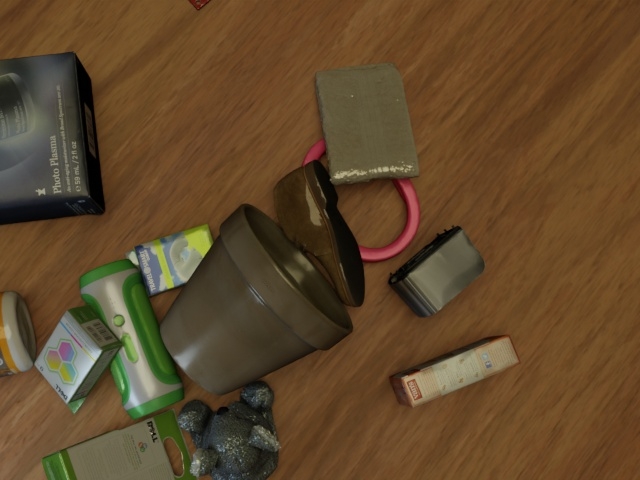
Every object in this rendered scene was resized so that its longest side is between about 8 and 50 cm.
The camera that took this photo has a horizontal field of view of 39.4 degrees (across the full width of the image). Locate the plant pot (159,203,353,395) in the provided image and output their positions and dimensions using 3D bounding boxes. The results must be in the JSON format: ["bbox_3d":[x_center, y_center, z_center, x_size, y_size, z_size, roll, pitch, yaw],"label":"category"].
[{"bbox_3d":[-0.143,0.139,1.710,0.280,0.323,0.323,-41,87,7],"label":"plant pot"}]

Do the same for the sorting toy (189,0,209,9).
[{"bbox_3d":[-0.210,-0.618,1.916,0.274,0.046,0.132,-39,87,-8],"label":"sorting toy"}]

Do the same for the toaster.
[{"bbox_3d":[0.227,0.067,1.800,0.185,0.168,0.110,-39,88,-9],"label":"toaster"}]

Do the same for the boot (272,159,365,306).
[{"bbox_3d":[0.000,0.000,1.796,0.115,0.112,0.305,-23,82,19],"label":"boot"}]

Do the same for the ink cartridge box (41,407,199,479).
[{"bbox_3d":[-0.381,0.461,1.741,0.255,0.097,0.189,-16,82,-41],"label":"ink cartridge box"}]

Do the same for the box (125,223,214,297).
[{"bbox_3d":[-0.299,0.043,1.822,0.178,0.042,0.109,-18,84,-8],"label":"box"}]

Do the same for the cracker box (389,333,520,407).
[{"bbox_3d":[0.263,0.259,1.783,0.232,0.156,0.067,-21,85,-8],"label":"cracker box"}]

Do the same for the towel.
[{"bbox_3d":[0.093,-0.243,1.853,0.187,0.049,0.282,-6,64,-1],"label":"towel"}]

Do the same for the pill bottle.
[{"bbox_3d":[-0.700,0.200,1.706,0.278,0.162,0.162,-13,84,-6],"label":"pill bottle"}]

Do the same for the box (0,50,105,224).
[{"bbox_3d":[-0.598,-0.191,1.758,0.294,0.183,0.296,-8,83,-5],"label":"box"}]

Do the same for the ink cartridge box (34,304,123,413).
[{"bbox_3d":[-0.475,0.235,1.706,0.109,0.062,0.209,45,116,16],"label":"ink cartridge box"}]

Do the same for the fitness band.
[{"bbox_3d":[0.084,-0.093,1.868,0.209,0.054,0.291,-31,85,-8],"label":"fitness band"}]

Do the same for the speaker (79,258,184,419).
[{"bbox_3d":[-0.370,0.192,1.750,0.131,0.131,0.297,-22,85,-7],"label":"speaker"}]

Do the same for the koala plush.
[{"bbox_3d":[-0.159,0.386,1.696,0.196,0.221,0.203,-17,84,-7],"label":"koala plush"}]
